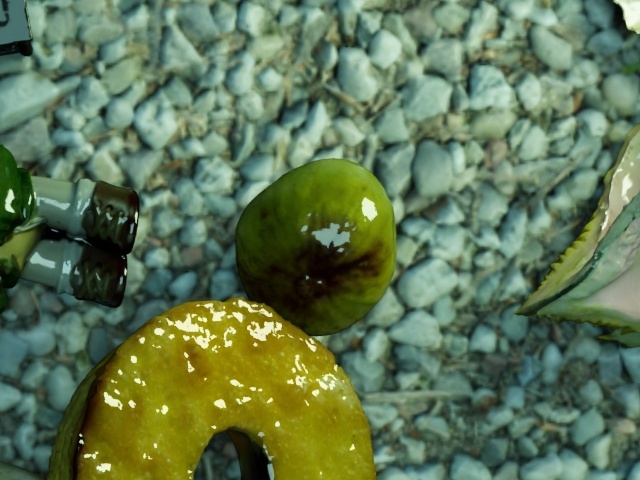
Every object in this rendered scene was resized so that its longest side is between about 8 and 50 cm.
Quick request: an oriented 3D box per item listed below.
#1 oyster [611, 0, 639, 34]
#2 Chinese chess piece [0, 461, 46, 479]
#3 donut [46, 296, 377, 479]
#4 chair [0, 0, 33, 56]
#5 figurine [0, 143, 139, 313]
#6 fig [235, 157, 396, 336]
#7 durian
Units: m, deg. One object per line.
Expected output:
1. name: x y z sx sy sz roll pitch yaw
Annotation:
1. oyster: 0.330 -0.227 1.668 0.209 0.072 0.133 28 92 15
2. Chinese chess piece: -0.294 0.305 1.565 0.250 0.103 0.249 0 87 -6
3. donut: -0.098 0.200 1.538 0.303 0.110 0.303 8 76 -34
4. chair: -0.307 -0.214 1.495 0.155 0.260 0.141 -11 90 -6
5. figurine: -0.337 -0.017 1.542 0.370 0.167 0.281 7 114 -14
6. fig: -0.001 0.004 1.593 0.136 0.121 0.153 39 88 -9
7. durian: 0.330 -0.012 1.618 0.196 0.185 0.305 32 106 -12
